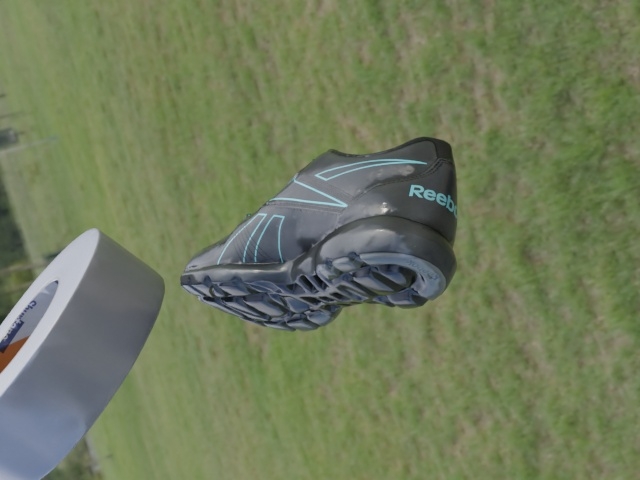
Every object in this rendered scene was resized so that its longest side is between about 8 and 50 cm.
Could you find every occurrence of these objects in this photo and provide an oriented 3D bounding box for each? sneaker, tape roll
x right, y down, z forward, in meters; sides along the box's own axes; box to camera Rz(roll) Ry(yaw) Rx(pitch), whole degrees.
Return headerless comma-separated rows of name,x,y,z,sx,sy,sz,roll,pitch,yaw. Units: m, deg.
sneaker,0.000,0.000,0.750,0.267,0.101,0.106,-12,56,46
tape roll,-0.225,0.097,0.873,0.072,0.219,0.219,38,173,-19
